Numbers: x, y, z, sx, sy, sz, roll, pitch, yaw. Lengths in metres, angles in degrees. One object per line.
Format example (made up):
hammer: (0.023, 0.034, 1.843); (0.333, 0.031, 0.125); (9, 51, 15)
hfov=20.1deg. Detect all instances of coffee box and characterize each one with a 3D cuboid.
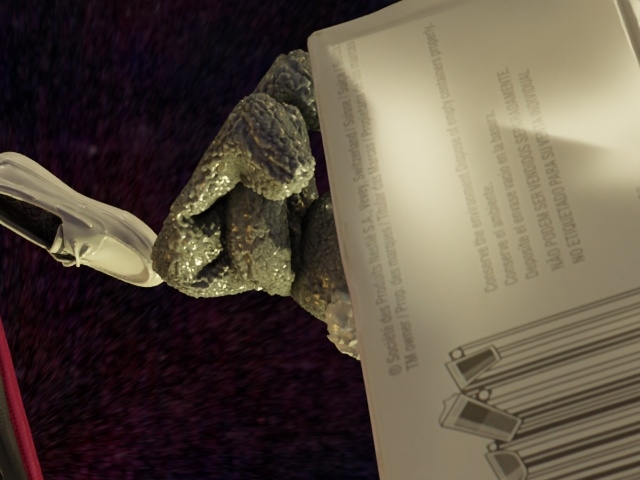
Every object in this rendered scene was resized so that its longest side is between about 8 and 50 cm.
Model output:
coffee box: (0.223, 0.075, 0.778); (0.338, 0.334, 0.337); (-19, 46, 12)

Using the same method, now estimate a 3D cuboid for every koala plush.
koala plush: (0.000, 0.000, 1.431); (0.221, 0.196, 0.203); (34, 115, -2)

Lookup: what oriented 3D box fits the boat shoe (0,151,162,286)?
boat shoe: (-0.217, -0.009, 1.560); (0.184, 0.066, 0.063); (36, 38, -6)

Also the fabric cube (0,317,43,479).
fabric cube: (-0.254, 0.167, 0.713); (0.259, 0.254, 0.258); (-1, 125, -18)
